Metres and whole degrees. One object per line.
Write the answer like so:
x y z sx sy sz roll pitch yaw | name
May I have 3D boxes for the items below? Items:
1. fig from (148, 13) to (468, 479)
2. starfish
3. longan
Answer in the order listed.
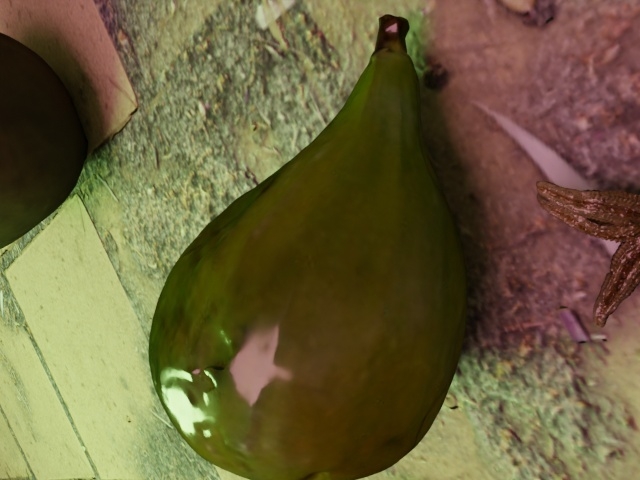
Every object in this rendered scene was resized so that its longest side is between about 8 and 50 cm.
-0.010 0.024 0.400 0.233 0.233 0.314 26 130 33 | fig
0.200 -0.001 0.323 0.133 0.041 0.130 56 144 0 | starfish
-0.464 -0.125 0.721 0.319 0.319 0.319 19 120 36 | longan
